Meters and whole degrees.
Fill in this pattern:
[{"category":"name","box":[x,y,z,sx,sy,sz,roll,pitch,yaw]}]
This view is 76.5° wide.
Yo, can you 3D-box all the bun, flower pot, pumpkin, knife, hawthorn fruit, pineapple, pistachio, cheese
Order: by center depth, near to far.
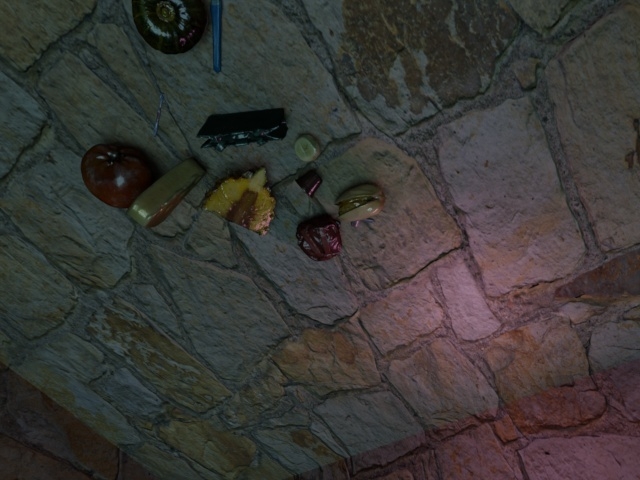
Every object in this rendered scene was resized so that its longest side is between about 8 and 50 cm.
[{"category":"pumpkin","box":[-0.542,-0.801,1.451,0.260,0.189,0.260,-5,109,-16]},{"category":"knife","box":[-0.394,-0.790,1.531,0.044,0.026,0.296,10,122,1]},{"category":"bun","box":[-0.053,-0.390,1.710,0.115,0.069,0.115,11,117,21]},{"category":"hawthorn fruit","box":[-0.854,-0.269,1.719,0.284,0.284,0.284,1,119,3]},{"category":"cheese","box":[-0.648,-0.209,1.747,0.384,0.384,0.104,-41,103,22]},{"category":"flower pot","box":[-0.044,-0.255,1.776,0.089,0.111,0.111,-44,109,7]},{"category":"pistachio","box":[0.172,-0.163,1.790,0.230,0.157,0.157,-17,117,19]},{"category":"pineapple","box":[-0.346,-0.214,1.799,0.344,0.209,0.286,26,92,-37]}]

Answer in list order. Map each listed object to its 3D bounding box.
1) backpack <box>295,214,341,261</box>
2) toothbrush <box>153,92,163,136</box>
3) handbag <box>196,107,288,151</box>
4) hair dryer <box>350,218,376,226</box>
[{"category":"backpack","box":[0.000,-0.001,1.885,0.229,0.139,0.229,2,119,3]},{"category":"toothbrush","box":[-0.681,-0.523,1.702,0.013,0.019,0.193,20,120,-8]},{"category":"handbag","box":[-0.299,-0.437,1.604,0.327,0.238,0.089,-3,124,6]},{"category":"hair dryer","box":[0.202,-0.090,1.887,0.114,0.037,0.063,8,122,-9]}]
